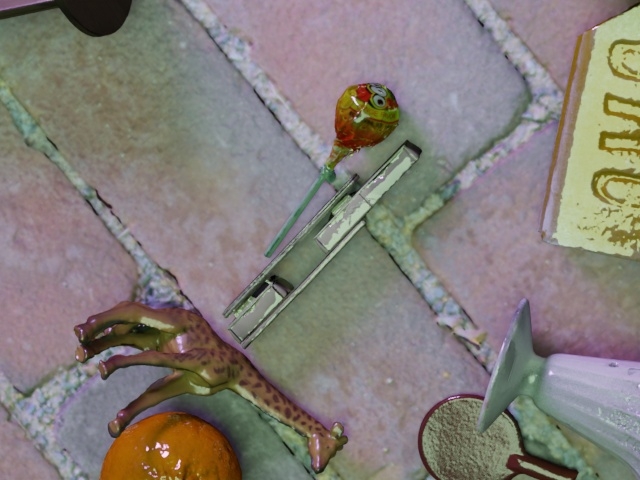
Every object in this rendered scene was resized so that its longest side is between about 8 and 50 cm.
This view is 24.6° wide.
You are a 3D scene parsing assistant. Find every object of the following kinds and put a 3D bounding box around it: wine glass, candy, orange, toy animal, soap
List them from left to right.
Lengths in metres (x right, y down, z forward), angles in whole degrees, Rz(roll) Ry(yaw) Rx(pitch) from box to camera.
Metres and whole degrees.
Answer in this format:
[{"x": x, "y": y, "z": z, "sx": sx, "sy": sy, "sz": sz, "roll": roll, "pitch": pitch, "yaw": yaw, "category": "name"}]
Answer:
[{"x": -0.143, "y": 0.229, "z": 1.395, "sx": 0.136, "sy": 0.117, "sz": 0.135, "roll": -1, "pitch": 78, "yaw": 7, "category": "orange"}, {"x": -0.102, "y": 0.134, "z": 1.382, "sx": 0.276, "sy": 0.149, "sz": 0.054, "roll": 17, "pitch": 134, "yaw": -22, "category": "toy animal"}, {"x": 0.003, "y": -0.061, "z": 1.352, "sx": 0.060, "sy": 0.060, "sz": 0.201, "roll": 36, "pitch": 112, "yaw": 1, "category": "candy"}, {"x": 0.249, "y": 0.141, "z": 1.295, "sx": 0.197, "sy": 0.165, "sz": 0.165, "roll": 18, "pitch": 104, "yaw": 9, "category": "wine glass"}, {"x": 0.281, "y": -0.101, "z": 1.281, "sx": 0.140, "sy": 0.073, "sz": 0.232, "roll": 11, "pitch": 102, "yaw": 3, "category": "soap"}]

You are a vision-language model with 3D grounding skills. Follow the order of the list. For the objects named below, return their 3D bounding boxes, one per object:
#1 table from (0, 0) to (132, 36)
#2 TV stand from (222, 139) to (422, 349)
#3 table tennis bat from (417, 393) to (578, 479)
[{"x": -0.306, "y": -0.247, "z": 1.318, "sx": 0.227, "sy": 0.167, "sz": 0.167, "roll": -8, "pitch": 100, "yaw": 20, "category": "table"}, {"x": 0.000, "y": 0.000, "z": 1.367, "sx": 0.042, "sy": 0.036, "sz": 0.249, "roll": 44, "pitch": 105, "yaw": 1, "category": "TV stand"}, {"x": 0.167, "y": 0.202, "z": 1.390, "sx": 0.155, "sy": 0.019, "sz": 0.098, "roll": 19, "pitch": 103, "yaw": 8, "category": "table tennis bat"}]
